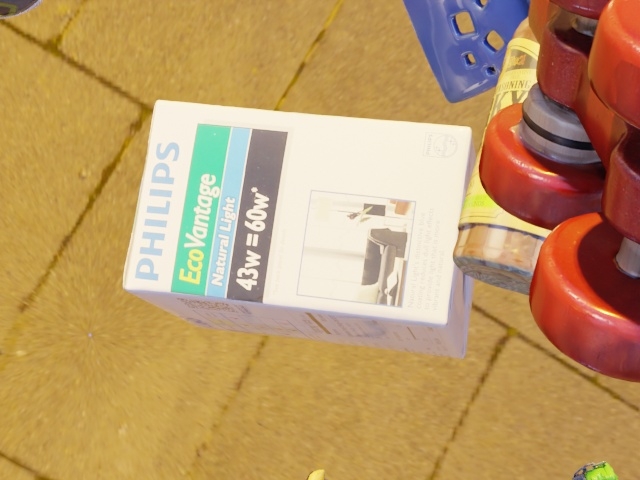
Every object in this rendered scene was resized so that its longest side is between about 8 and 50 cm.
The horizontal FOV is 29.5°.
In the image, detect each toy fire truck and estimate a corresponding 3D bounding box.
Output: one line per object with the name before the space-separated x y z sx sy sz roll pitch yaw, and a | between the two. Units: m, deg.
toy fire truck | 0.232 -0.061 0.634 0.254 0.302 0.169 2 125 -8

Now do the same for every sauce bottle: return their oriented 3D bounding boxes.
sauce bottle | 0.211 -0.124 1.095 0.111 0.111 0.344 19 78 -9

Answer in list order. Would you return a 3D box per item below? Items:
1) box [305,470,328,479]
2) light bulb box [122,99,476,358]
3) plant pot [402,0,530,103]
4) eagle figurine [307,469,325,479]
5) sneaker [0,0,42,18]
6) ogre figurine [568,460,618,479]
box | 0.100 0.447 1.812 0.232 0.322 0.058 34 80 -9
light bulb box | 0.000 0.000 1.465 0.361 0.358 0.225 6 80 10
plant pot | 0.241 -0.319 1.396 0.236 0.212 0.236 -32 103 -33
eagle figurine | -0.013 0.262 0.802 0.298 0.226 0.225 -18 77 -37
sneaker | -0.132 -0.088 0.436 0.083 0.035 0.031 -12 112 26
ogre figurine | 0.262 0.326 1.298 0.097 0.118 0.197 40 35 -38
